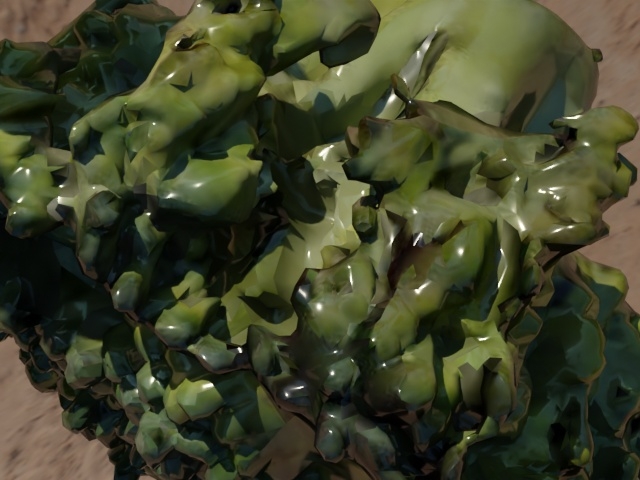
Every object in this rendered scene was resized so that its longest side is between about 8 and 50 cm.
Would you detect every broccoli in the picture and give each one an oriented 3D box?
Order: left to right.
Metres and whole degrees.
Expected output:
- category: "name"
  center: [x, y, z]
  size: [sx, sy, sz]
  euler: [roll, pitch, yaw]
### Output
- category: "broccoli"
  center: [-0.010, 0.023, 0.661]
  size: [0.324, 0.334, 0.272]
  euler: [-4, 106, -38]
